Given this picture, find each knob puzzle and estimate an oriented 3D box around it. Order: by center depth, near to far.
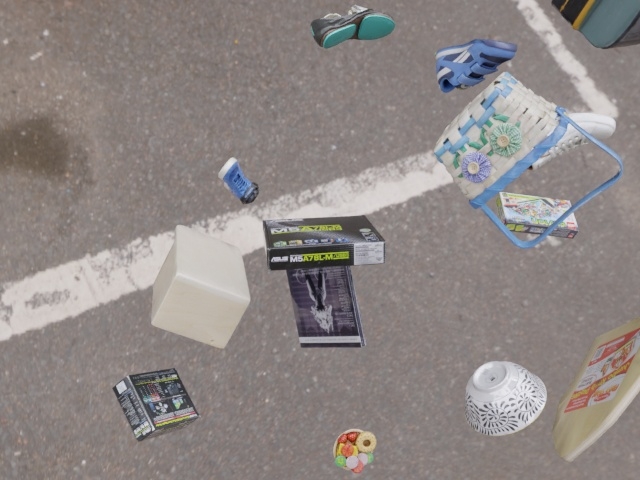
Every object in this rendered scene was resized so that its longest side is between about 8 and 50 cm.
[{"bbox_3d":[0.333,0.177,0.759,0.030,0.213,0.213,35,52,7],"label":"knob puzzle"}]

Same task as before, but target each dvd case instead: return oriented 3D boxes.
[{"bbox_3d":[0.003,0.100,1.275,0.018,0.164,0.222,-13,92,-47],"label":"dvd case"}]

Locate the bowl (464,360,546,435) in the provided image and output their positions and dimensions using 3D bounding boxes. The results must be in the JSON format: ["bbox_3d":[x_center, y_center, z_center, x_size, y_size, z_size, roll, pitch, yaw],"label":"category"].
[{"bbox_3d":[0.350,0.292,1.291,0.170,0.170,0.080,-51,121,-37],"label":"bowl"}]

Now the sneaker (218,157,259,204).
[{"bbox_3d":[-0.172,-0.125,1.432,0.084,0.152,0.058,37,77,5],"label":"sneaker"}]

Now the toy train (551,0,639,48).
[{"bbox_3d":[0.437,-0.355,0.870,0.333,0.142,0.190,-15,62,-28],"label":"toy train"}]

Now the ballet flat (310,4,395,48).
[{"bbox_3d":[0.089,-0.620,1.862,0.280,0.095,0.096,-21,64,-34],"label":"ballet flat"}]

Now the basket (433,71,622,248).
[{"bbox_3d":[0.373,-0.146,1.234,0.289,0.255,0.201,38,34,-5],"label":"basket"}]

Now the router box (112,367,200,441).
[{"bbox_3d":[-0.250,0.250,1.006,0.092,0.038,0.122,57,16,18],"label":"router box"}]

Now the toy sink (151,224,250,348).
[{"bbox_3d":[-0.247,0.091,1.324,0.152,0.131,0.234,23,18,-22],"label":"toy sink"}]

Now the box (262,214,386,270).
[{"bbox_3d":[0.000,0.000,1.103,0.190,0.045,0.184,-3,18,-6],"label":"box"}]

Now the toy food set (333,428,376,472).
[{"bbox_3d":[0.065,0.408,1.269,0.083,0.020,0.083,13,88,-14],"label":"toy food set"}]

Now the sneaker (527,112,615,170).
[{"bbox_3d":[0.541,-0.219,1.535,0.289,0.106,0.123,-5,70,14],"label":"sneaker"}]

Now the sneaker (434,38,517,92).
[{"bbox_3d":[0.209,-0.236,0.885,0.053,0.144,0.059,5,91,-26],"label":"sneaker"}]

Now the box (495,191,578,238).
[{"bbox_3d":[0.591,-0.069,1.791,0.206,0.036,0.114,6,50,-7],"label":"box"}]
